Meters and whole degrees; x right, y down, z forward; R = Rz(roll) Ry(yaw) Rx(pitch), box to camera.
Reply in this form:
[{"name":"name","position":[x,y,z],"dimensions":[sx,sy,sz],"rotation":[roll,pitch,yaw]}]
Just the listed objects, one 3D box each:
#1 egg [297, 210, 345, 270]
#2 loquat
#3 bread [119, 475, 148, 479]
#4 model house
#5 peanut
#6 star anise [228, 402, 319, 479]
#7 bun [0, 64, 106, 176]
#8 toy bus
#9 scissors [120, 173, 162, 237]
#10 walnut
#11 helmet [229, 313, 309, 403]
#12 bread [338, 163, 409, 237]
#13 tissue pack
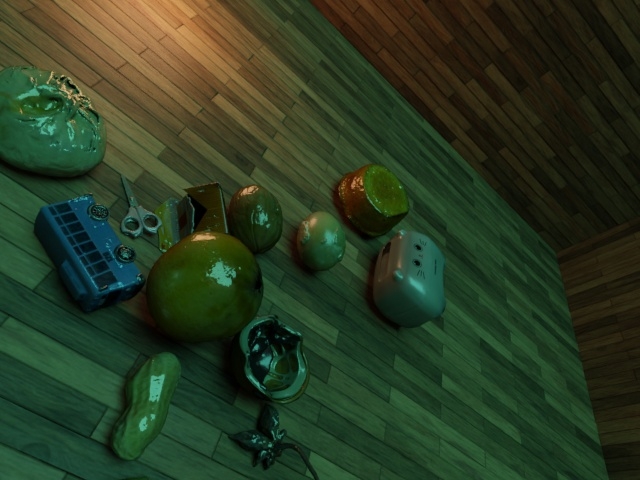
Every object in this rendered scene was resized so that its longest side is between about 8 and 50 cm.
[{"name":"egg","position":[0.003,0.001,1.369],"dimensions":[0.164,0.164,0.202],"rotation":[17,59,-36]},{"name":"loquat","position":[-0.262,0.107,0.958],"dimensions":[0.263,0.263,0.263],"rotation":[25,48,-31]},{"name":"bread","position":[-0.361,0.493,0.743],"dimensions":[0.156,0.064,0.118],"rotation":[8,62,-42]},{"name":"model house","position":[-0.310,-0.044,1.114],"dimensions":[0.207,0.136,0.220],"rotation":[9,57,-41]},{"name":"peanut","position":[-0.351,0.327,0.849],"dimensions":[0.098,0.090,0.214],"rotation":[41,39,-34]},{"name":"star anise","position":[-0.079,0.475,0.926],"dimensions":[0.148,0.227,0.219],"rotation":[22,60,-41]},{"name":"bun","position":[-0.631,-0.288,0.965],"dimensions":[0.287,0.146,0.287],"rotation":[25,46,-29]},{"name":"toy bus","position":[-0.494,0.032,0.899],"dimensions":[0.234,0.116,0.133],"rotation":[56,40,5]},{"name":"scissors","position":[-0.478,-0.092,1.073],"dimensions":[0.100,0.015,0.189],"rotation":[-15,68,-38]},{"name":"walnut","position":[-0.190,-0.062,1.226],"dimensions":[0.167,0.167,0.207],"rotation":[14,59,-38]},{"name":"helmet","position":[-0.140,0.298,1.047],"dimensions":[0.224,0.130,0.198],"rotation":[55,43,-18]},{"name":"bread","position":[0.216,-0.167,1.688],"dimensions":[0.312,0.172,0.312],"rotation":[23,51,-31]},{"name":"tissue pack","position":[0.315,0.128,1.532],"dimensions":[0.236,0.229,0.333],"rotation":[38,42,-20]}]
